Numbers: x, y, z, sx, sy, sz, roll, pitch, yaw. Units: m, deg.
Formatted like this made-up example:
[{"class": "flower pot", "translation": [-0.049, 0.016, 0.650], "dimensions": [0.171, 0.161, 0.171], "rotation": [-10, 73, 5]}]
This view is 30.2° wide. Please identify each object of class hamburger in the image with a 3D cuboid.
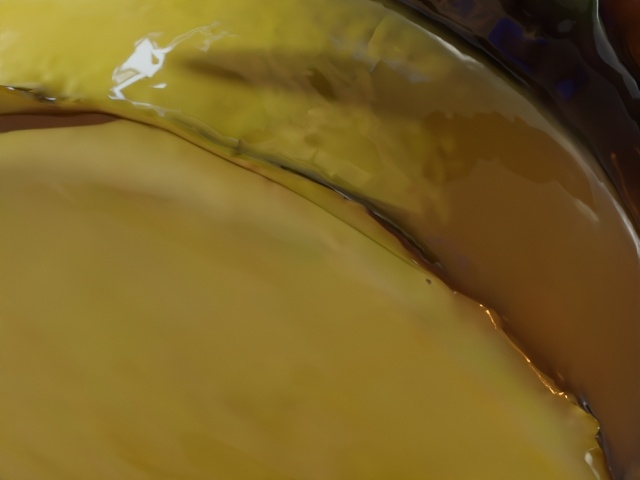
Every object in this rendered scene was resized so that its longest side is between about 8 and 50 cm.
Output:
[{"class": "hamburger", "translation": [0.000, 0.000, 0.548], "dimensions": [0.396, 0.395, 0.277], "rotation": [101, -168, -51]}]
